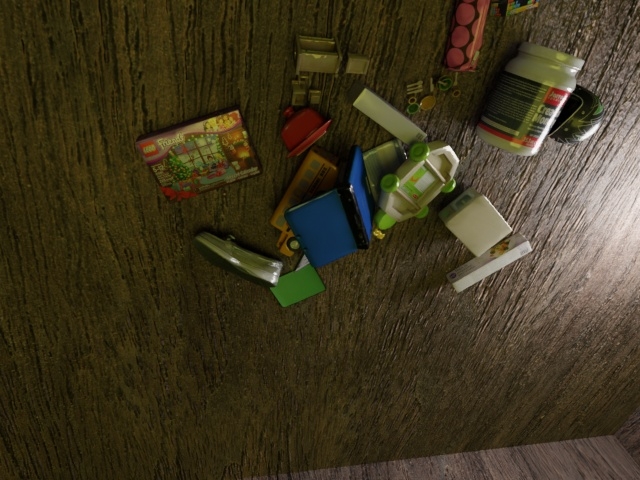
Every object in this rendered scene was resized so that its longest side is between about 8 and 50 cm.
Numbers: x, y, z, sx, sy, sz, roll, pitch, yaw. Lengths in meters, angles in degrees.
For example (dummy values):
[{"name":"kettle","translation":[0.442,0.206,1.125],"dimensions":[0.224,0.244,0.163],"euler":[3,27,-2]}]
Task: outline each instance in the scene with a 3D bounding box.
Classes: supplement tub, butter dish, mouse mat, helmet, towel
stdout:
[{"name":"supplement tub","translation":[0.588,-0.398,1.157],"dimensions":[0.191,0.191,0.272],"euler":[8,122,-17]},{"name":"butter dish","translation":[-0.056,-0.317,1.121],"dimensions":[0.160,0.160,0.118],"euler":[-38,100,15]},{"name":"mouse mat","translation":[-0.088,0.170,1.513],"dimensions":[0.190,0.007,0.152],"euler":[-23,125,6]},{"name":"helmet","translation":[0.747,-0.368,1.206],"dimensions":[0.170,0.161,0.169],"euler":[-18,156,-8]},{"name":"towel","translation":[0.159,-0.185,1.308],"dimensions":[0.285,0.034,0.209],"euler":[-25,124,6]}]

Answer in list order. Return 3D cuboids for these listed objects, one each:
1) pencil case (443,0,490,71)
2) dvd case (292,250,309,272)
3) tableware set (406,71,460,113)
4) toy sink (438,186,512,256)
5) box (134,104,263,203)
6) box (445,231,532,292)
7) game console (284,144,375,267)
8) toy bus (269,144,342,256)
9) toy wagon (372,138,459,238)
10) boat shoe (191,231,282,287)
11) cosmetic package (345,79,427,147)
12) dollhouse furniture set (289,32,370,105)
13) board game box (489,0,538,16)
[{"name":"pencil case","translation":[0.393,-0.556,1.066],"dimensions":[0.095,0.098,0.209],"euler":[-6,124,-9]},{"name":"dvd case","translation":[0.000,0.000,1.321],"dimensions":[0.018,0.165,0.221],"euler":[42,128,15]},{"name":"tableware set","translation":[0.323,-0.418,1.167],"dimensions":[0.154,0.024,0.104],"euler":[-13,145,5]},{"name":"toy sink","translation":[0.514,-0.078,1.395],"dimensions":[0.153,0.131,0.234],"euler":[-43,126,17]},{"name":"box","translation":[-0.335,-0.240,1.151],"dimensions":[0.294,0.057,0.200],"euler":[-18,125,1]},{"name":"box","translation":[0.650,0.087,1.576],"dimensions":[0.324,0.063,0.067],"euler":[-34,122,11]},{"name":"game console","translation":[0.042,-0.091,1.186],"dimensions":[0.174,0.250,0.293],"euler":[1,146,19]},{"name":"toy bus","translation":[-0.051,-0.114,1.249],"dimensions":[0.130,0.108,0.332],"euler":[31,115,-6]},{"name":"toy wagon","translation":[0.275,-0.150,1.255],"dimensions":[0.344,0.068,0.267],"euler":[-46,145,14]},{"name":"boat shoe","translation":[-0.270,0.052,1.345],"dimensions":[0.321,0.103,0.118],"euler":[30,152,-24]},{"name":"cosmetic package","translation":[0.187,-0.356,1.159],"dimensions":[0.239,0.098,0.060],"euler":[27,117,-26]},{"name":"dollhouse furniture set","translation":[0.016,-0.449,1.085],"dimensions":[0.182,0.101,0.160],"euler":[0,148,-12]},{"name":"board game box","translation":[0.494,-0.646,1.007],"dimensions":[0.170,0.048,0.141],"euler":[-32,133,-30]}]
